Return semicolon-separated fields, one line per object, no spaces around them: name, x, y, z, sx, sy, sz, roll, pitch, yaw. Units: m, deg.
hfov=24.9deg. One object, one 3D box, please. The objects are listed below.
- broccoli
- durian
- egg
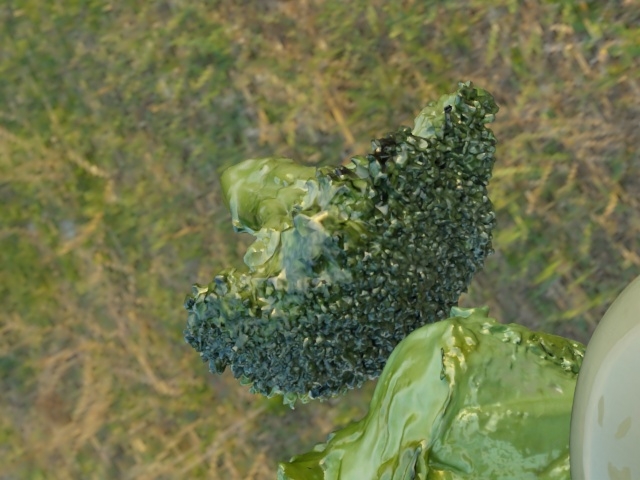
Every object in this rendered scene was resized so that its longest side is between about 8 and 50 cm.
broccoli;-0.021;0.015;1.508;0.397;0.353;0.275;1;115;41
durian;0.142;0.195;1.199;0.339;0.204;0.256;13;117;-7
egg;0.276;0.136;0.969;0.219;0.219;0.269;14;109;45
